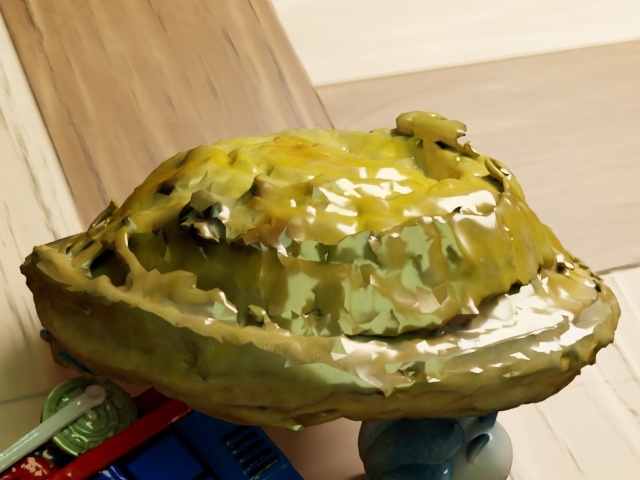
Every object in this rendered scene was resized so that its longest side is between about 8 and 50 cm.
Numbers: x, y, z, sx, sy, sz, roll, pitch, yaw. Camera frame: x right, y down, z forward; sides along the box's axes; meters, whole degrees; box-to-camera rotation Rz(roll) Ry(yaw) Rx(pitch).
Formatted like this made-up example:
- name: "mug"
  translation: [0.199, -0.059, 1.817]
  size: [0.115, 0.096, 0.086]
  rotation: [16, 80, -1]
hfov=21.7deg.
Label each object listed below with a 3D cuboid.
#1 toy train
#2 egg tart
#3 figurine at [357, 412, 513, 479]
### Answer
- name: "toy train"
  translation: [-0.108, 0.140, 0.730]
  size: [0.204, 0.083, 0.131]
  rotation: [-31, 70, -33]
- name: "egg tart"
  translation: [0.000, 0.000, 0.776]
  size: [0.291, 0.107, 0.291]
  rotation: [2, 13, 0]
- name: "figurine"
  translation: [0.060, 0.093, 0.806]
  size: [0.079, 0.114, 0.114]
  rotation: [28, 50, 10]
